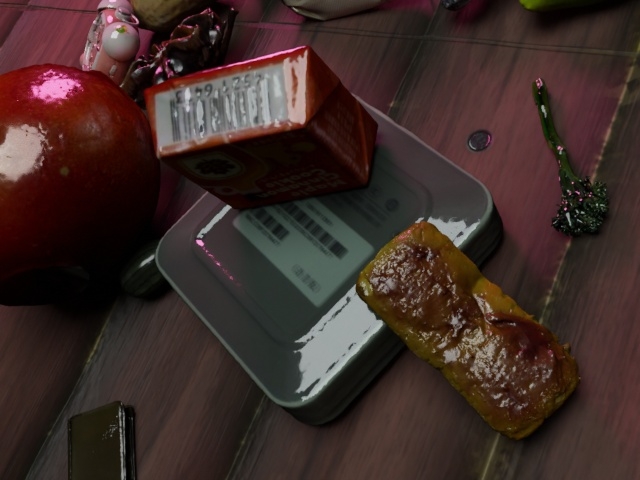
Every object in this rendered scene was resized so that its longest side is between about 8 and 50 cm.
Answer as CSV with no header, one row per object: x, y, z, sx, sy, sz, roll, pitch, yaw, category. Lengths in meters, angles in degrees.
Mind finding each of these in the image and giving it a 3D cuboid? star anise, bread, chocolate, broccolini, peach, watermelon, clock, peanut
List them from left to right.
-0.435,-0.061,1.304,0.405,0.335,0.310,-28,57,7,peach
-0.375,-0.350,1.542,0.162,0.092,0.166,-61,33,34,clock
-0.270,0.045,1.321,0.110,0.078,0.078,-41,53,5,watermelon
-0.266,-0.471,1.565,0.224,0.129,0.129,-27,54,22,peanut
-0.244,-0.298,1.461,0.220,0.126,0.190,-16,25,46,star anise
-0.069,-0.133,1.090,0.237,0.235,0.108,-10,70,21,chocolate
0.173,0.100,0.989,0.139,0.077,0.271,-43,80,-6,bread
0.318,-0.120,1.116,0.071,0.057,0.254,2,59,-20,broccolini

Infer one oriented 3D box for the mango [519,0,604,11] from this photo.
0.385,-0.395,1.195,0.232,0.111,0.125,-35,46,5,mango

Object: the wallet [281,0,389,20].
0.002,-0.507,1.366,0.274,0.335,0.068,-14,28,34,wallet

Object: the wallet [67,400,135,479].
-0.317,0.337,1.214,0.110,0.031,0.198,-20,57,16,wallet

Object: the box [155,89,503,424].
-0.001,-0.001,1.182,0.396,0.111,0.396,-47,52,-4,box

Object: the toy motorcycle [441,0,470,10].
0.303,-0.495,1.247,0.340,0.107,0.223,-42,22,38,toy motorcycle
